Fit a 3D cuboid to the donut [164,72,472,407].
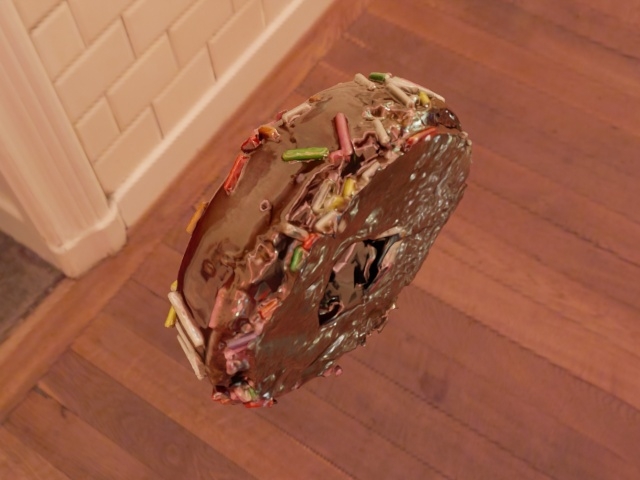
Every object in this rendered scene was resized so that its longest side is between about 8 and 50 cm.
[{"bbox_3d":[0.000,0.000,0.668,0.103,0.269,0.270,37,69,21],"label":"donut"}]
